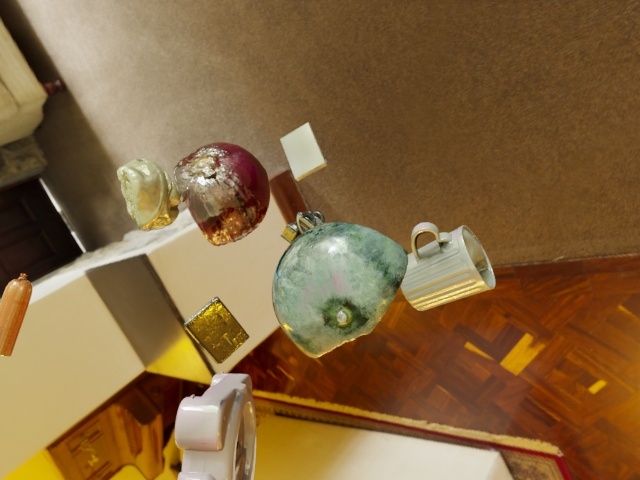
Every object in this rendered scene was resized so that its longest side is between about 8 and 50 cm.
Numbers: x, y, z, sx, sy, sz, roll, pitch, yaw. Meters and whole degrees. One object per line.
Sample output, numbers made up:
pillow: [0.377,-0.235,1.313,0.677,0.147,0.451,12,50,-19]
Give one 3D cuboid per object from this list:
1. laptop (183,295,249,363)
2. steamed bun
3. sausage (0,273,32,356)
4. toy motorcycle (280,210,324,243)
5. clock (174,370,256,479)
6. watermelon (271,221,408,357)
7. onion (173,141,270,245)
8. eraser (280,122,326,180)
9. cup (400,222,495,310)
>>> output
laptop: [-0.365,0.323,1.570,0.026,0.154,0.207,7,135,59]
steamed bun: [-0.667,-0.194,1.777,0.268,0.207,0.280,18,123,51]
sausage: [-0.886,0.209,1.268,0.071,0.234,0.071,8,162,3]
toy motorcycle: [0.000,0.000,1.508,0.263,0.091,0.157,38,112,22]
clock: [-0.218,0.475,0.970,0.113,0.295,0.322,-1,86,4]
watermelon: [0.006,0.101,0.872,0.188,0.175,0.322,35,107,-16]
onion: [-0.281,-0.150,1.367,0.337,0.260,0.282,56,168,44]
eraser: [-0.051,-0.264,1.308,0.103,0.023,0.150,-27,69,16]
cup: [0.300,0.055,1.125,0.202,0.167,0.221,-29,88,30]
